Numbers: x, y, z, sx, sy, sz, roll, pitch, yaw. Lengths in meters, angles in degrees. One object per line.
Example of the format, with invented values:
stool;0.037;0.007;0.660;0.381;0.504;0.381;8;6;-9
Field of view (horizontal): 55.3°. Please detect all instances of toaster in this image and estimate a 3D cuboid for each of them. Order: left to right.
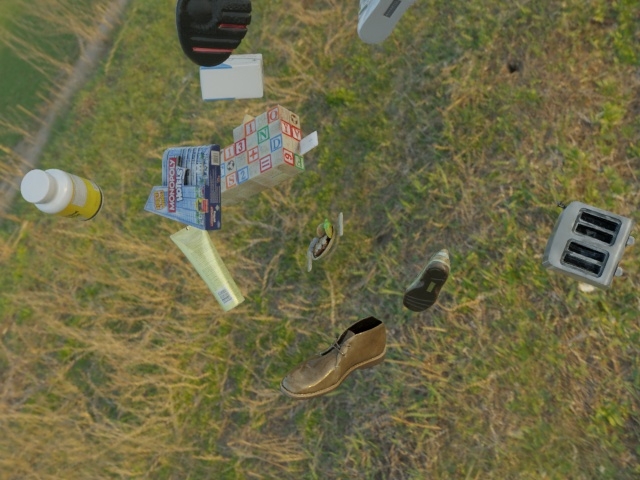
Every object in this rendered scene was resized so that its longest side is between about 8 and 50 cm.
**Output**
toaster;0.616;0.006;1.422;0.185;0.110;0.168;22;89;15

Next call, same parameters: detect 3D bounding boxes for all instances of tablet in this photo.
tablet;-0.031;-0.251;1.570;0.054;0.006;0.083;-30;31;16

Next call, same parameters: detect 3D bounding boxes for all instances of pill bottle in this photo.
pill bottle;-0.597;-0.107;1.416;0.103;0.184;0.103;-2;82;16

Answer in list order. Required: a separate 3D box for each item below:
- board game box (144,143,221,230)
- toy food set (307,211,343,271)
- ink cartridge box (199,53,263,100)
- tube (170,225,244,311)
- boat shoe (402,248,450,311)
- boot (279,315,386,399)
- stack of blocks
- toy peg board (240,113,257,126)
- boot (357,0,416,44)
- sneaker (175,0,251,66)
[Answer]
board game box;-0.320;-0.121;1.408;0.194;0.060;0.194;1;93;31
toy food set;0.000;0.000;1.909;0.192;0.038;0.132;-50;23;28
ink cartridge box;-0.208;-0.395;1.469;0.139;0.082;0.191;-4;26;-2
tube;-0.280;0.067;1.564;0.062;0.240;0.070;-30;4;27
boat shoe;0.240;0.088;1.341;0.072;0.068;0.190;-64;2;-39
boot;0.033;0.263;1.416;0.305;0.115;0.112;-21;40;-35
stack of blocks;-0.189;-0.225;1.677;0.297;0.087;0.171;-21;66;33
toy peg board;-0.178;-0.299;1.914;0.079;0.161;0.161;-13;58;66
boot;0.154;-0.525;1.229;0.258;0.095;0.123;-39;43;46
sneaker;-0.156;-0.434;0.960;0.136;0.115;0.314;-95;14;-56
